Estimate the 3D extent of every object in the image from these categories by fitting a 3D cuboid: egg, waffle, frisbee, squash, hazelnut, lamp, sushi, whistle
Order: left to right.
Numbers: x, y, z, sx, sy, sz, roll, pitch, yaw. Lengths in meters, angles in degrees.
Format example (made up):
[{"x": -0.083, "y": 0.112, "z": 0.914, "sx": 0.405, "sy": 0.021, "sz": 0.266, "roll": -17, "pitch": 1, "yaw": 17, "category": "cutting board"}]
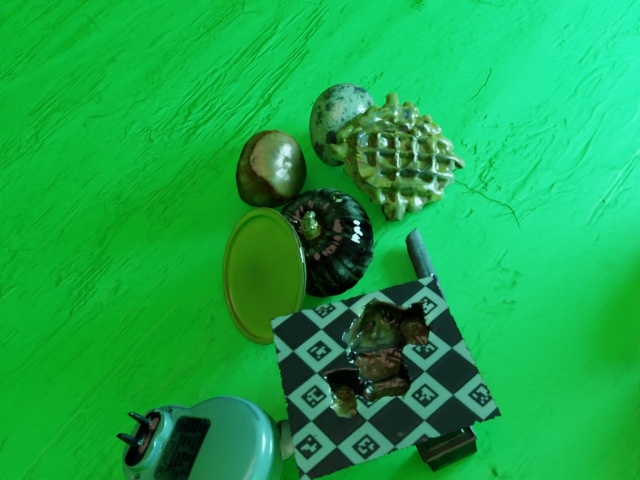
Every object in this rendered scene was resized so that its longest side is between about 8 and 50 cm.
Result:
[{"x": -0.176, "y": 0.334, "z": 1.206, "sx": 0.284, "sy": 0.147, "sz": 0.209, "roll": 12, "pitch": 58, "yaw": 18, "category": "lamp"}, {"x": -0.099, "y": 0.061, "z": 1.374, "sx": 0.236, "sy": 0.017, "sz": 0.236, "roll": 0, "pitch": 90, "yaw": 49, "category": "frisbee"}, {"x": -0.105, "y": -0.137, "z": 1.545, "sx": 0.150, "sy": 0.150, "sz": 0.150, "roll": -10, "pitch": 52, "yaw": 13, "category": "hazelnut"}, {"x": 0.002, "y": 0.003, "z": 1.388, "sx": 0.193, "sy": 0.156, "sz": 0.193, "roll": 0, "pitch": 91, "yaw": 26, "category": "squash"}, {"x": 0.042, "y": -0.224, "z": 1.555, "sx": 0.132, "sy": 0.132, "sz": 0.172, "roll": 8, "pitch": 70, "yaw": 26, "category": "egg"}, {"x": 0.086, "y": 0.209, "z": 1.211, "sx": 0.294, "sy": 0.059, "sz": 0.292, "roll": -15, "pitch": 46, "yaw": -3, "category": "sushi"}, {"x": 0.147, "y": -0.157, "z": 1.464, "sx": 0.204, "sy": 0.054, "sz": 0.223, "roll": -38, "pitch": 80, "yaw": -20, "category": "waffle"}, {"x": 0.179, "y": 0.053, "z": 1.360, "sx": 0.033, "sy": 0.033, "sz": 0.176, "roll": -21, "pitch": 51, "yaw": 5, "category": "whistle"}]

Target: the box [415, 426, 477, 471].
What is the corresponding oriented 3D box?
[{"x": 0.181, "y": 0.291, "z": 1.161, "sx": 0.084, "sy": 0.063, "sz": 0.060, "roll": -26, "pitch": 52, "yaw": -1, "category": "box"}]
